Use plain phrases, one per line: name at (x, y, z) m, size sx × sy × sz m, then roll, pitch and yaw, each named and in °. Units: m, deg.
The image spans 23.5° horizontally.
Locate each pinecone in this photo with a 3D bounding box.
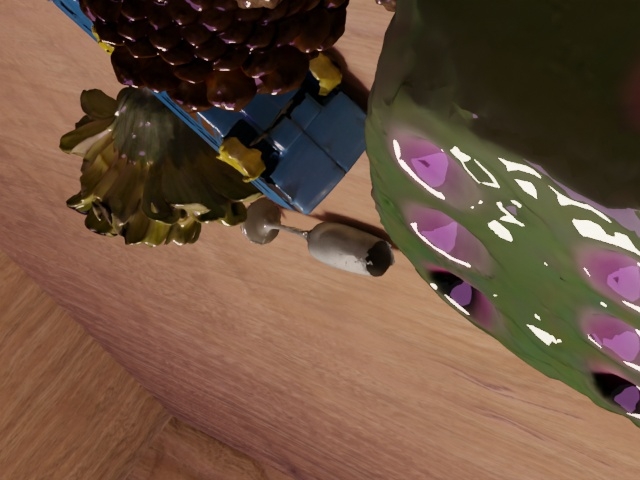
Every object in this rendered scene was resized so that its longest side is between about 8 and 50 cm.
pinecone at (-0.081, -0.224, 1.380) m, size 0.246 × 0.246 × 0.292 m, roll 33°, pitch -176°, yaw 11°

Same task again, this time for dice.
dice at (0.233, -0.081, 0.964) m, size 0.318 × 0.330 × 0.322 m, roll 28°, pitch 160°, yaw 23°

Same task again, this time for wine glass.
wine glass at (0.000, 0.000, 2.098) m, size 0.262 × 0.074 × 0.074 m, roll 17°, pitch 155°, yaw 47°

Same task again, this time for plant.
plant at (-0.196, -0.116, 1.845) m, size 0.306 × 0.261 × 0.297 m, roll 19°, pitch 158°, yaw 16°

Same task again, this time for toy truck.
toy truck at (-0.122, -0.197, 1.666) m, size 0.385 × 0.161 × 0.162 m, roll 42°, pitch 172°, yaw -20°

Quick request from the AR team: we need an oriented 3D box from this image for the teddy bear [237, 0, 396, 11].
teddy bear at (-0.036, -0.295, 1.172) m, size 0.296 × 0.246 × 0.222 m, roll 31°, pitch -155°, yaw 31°
